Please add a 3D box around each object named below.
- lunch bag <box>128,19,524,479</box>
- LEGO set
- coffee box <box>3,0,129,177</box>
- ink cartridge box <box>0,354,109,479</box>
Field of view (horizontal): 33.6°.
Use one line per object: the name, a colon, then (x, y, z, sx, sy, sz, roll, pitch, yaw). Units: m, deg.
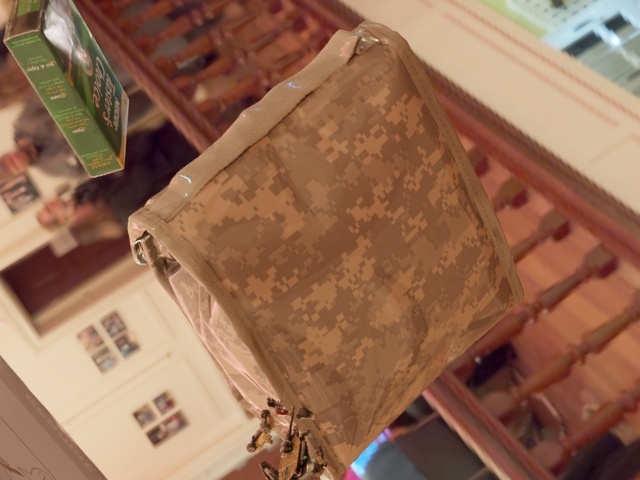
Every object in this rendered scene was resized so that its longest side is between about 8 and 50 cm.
lunch bag: (0.000, 0.000, 0.814, 0.169, 0.235, 0.287, 31, 156, 44)
LEGO set: (-0.012, 0.103, 0.508, 0.023, 0.054, 0.083, 23, -159, -19)
coffee box: (-0.243, -0.164, 1.037, 0.184, 0.040, 0.113, 67, -167, -45)
ink cartridge box: (-0.033, 0.182, 0.299, 0.296, 0.066, 0.261, 53, 172, -13)
